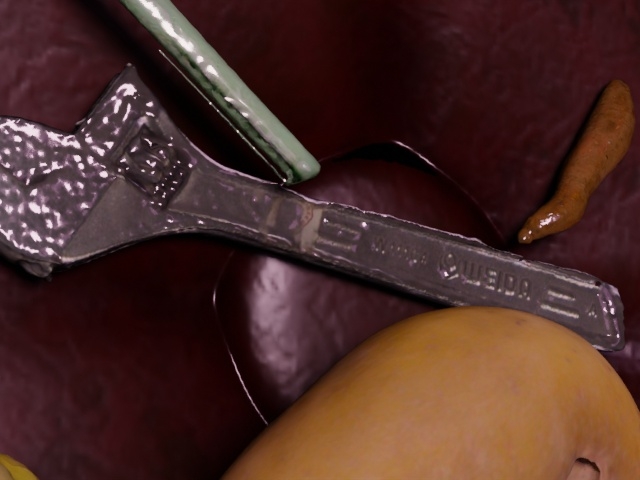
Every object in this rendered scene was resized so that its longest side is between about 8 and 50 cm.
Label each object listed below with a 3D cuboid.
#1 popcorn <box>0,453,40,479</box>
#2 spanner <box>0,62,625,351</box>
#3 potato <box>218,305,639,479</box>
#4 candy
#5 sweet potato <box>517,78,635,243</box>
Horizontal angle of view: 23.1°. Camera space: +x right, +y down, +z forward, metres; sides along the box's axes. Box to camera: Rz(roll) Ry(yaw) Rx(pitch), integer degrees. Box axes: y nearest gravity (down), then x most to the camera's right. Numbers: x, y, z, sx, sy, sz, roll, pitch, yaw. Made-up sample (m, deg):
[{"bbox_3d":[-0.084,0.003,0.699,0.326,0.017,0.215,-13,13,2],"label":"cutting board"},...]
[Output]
[{"bbox_3d":[-0.161,0.145,0.451,0.212,0.259,0.259,36,64,-44],"label":"popcorn"},{"bbox_3d":[0.000,0.000,0.657,0.325,0.026,0.093,16,74,-24],"label":"spanner"},{"bbox_3d":[0.035,0.118,0.590,0.234,0.146,0.150,-43,145,-39],"label":"potato"},{"bbox_3d":[-0.114,-0.145,0.596,0.335,0.092,0.093,47,43,-14],"label":"candy"},{"bbox_3d":[0.123,-0.034,0.722,0.026,0.026,0.115,43,54,-13],"label":"sweet potato"}]
